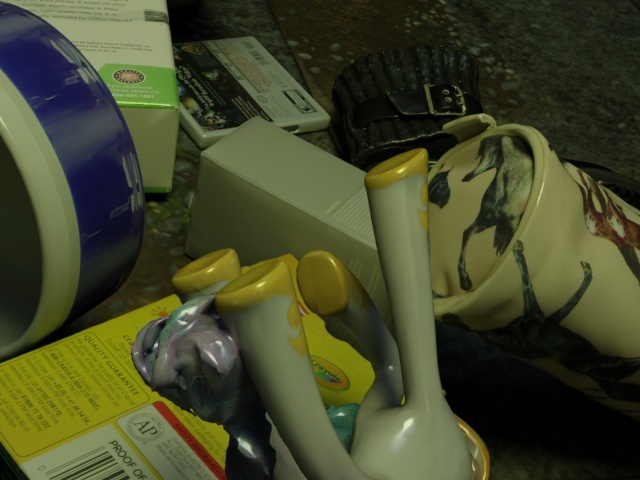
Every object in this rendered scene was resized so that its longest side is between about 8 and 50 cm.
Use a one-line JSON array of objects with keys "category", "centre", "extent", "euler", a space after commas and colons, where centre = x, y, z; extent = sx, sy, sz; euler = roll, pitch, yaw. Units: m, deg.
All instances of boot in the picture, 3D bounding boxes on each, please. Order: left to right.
[{"category": "boot", "centre": [0.185, -0.095, 1.150], "extent": [0.348, 0.131, 0.260], "euler": [10, 37, -8]}]

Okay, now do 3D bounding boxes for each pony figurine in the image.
[{"category": "pony figurine", "centre": [0.033, 0.170, 0.599], "extent": [0.302, 0.363, 0.351], "euler": [-16, 13, 33]}]

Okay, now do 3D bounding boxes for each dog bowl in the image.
[{"category": "dog bowl", "centre": [-0.265, -0.046, 0.809], "extent": [0.265, 0.265, 0.104], "euler": [32, 37, 20]}]

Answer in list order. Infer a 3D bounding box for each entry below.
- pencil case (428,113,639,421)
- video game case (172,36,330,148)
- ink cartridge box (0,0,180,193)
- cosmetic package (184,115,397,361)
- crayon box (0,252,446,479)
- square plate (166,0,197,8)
[{"category": "pencil case", "centre": [0.261, 0.049, 0.869], "extent": [0.410, 0.160, 0.183], "euler": [26, 53, -22]}, {"category": "video game case", "centre": [-0.108, -0.179, 1.240], "extent": [0.173, 0.022, 0.190], "euler": [-12, 46, -33]}, {"category": "ink cartridge box", "centre": [-0.257, -0.177, 1.089], "extent": [0.198, 0.115, 0.273], "euler": [0, 42, -13]}, {"category": "cosmetic package", "centre": [0.000, 0.000, 0.965], "extent": [0.238, 0.127, 0.107], "euler": [33, 41, 18]}, {"category": "crayon box", "centre": [-0.083, 0.137, 0.794], "extent": [0.318, 0.081, 0.202], "euler": [-21, 51, -38]}, {"category": "square plate", "centre": [-0.267, -0.330, 1.204], "extent": [0.347, 0.049, 0.344], "euler": [0, -3, -20]}]
